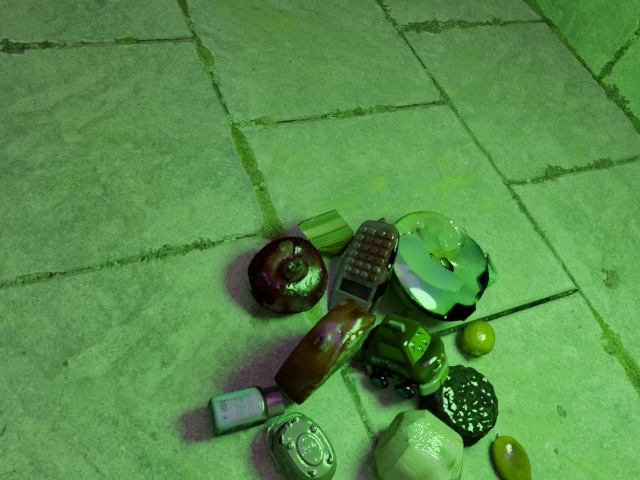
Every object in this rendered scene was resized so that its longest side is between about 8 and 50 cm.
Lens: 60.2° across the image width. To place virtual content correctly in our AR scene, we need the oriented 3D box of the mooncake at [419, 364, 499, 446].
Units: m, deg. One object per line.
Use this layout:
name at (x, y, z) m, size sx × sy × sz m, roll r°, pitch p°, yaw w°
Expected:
mooncake at (0.412, 0.478, 1.612) m, size 0.228 × 0.124 × 0.228 m, roll 9°, pitch 54°, yaw -12°

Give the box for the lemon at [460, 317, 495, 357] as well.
lemon at (0.502, 0.312, 1.759) m, size 0.109 × 0.109 × 0.133 m, roll 18°, pitch 61°, yaw -4°

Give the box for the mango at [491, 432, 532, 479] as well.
mango at (0.553, 0.643, 1.581) m, size 0.101 × 0.066 × 0.187 m, roll -10°, pitch 67°, yaw -21°

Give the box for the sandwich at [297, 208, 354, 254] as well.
sandwich at (0.000, 0.000, 1.782) m, size 0.187 × 0.144 × 0.117 m, roll -23°, pitch 64°, yaw -39°

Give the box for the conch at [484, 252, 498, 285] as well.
conch at (0.569, 0.097, 1.953) m, size 0.105 × 0.079 × 0.170 m, roll 21°, pitch 38°, yaw -10°

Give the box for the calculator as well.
calculator at (0.142, 0.085, 1.694) m, size 0.048 × 0.220 × 0.330 m, roll 22°, pitch 88°, yaw -34°

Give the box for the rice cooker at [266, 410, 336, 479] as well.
rice cooker at (-0.045, 0.545, 1.427) m, size 0.145 × 0.127 × 0.206 m, roll -27°, pitch 76°, yaw -31°

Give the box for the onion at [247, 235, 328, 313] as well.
onion at (-0.092, 0.098, 1.660) m, size 0.252 × 0.219 × 0.252 m, roll 4°, pitch 65°, yaw -9°

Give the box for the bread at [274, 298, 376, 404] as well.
bread at (0.012, 0.300, 1.485) m, size 0.114 × 0.328 × 0.295 m, roll 44°, pitch 59°, yaw 12°

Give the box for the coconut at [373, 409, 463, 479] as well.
coconut at (0.271, 0.571, 1.454) m, size 0.241 × 0.241 × 0.241 m, roll 8°, pitch 55°, yaw -11°

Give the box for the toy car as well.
toy car at (0.237, 0.309, 1.583) m, size 0.248 × 0.198 × 0.204 m, roll 15°, pitch 46°, yaw 34°

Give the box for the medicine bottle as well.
medicine bottle at (-0.195, 0.443, 1.454) m, size 0.188 × 0.119 × 0.094 m, roll -8°, pitch 65°, yaw -22°

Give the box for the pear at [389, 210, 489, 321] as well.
pear at (0.348, 0.101, 1.808) m, size 0.398 × 0.165 × 0.399 m, roll 14°, pitch 57°, yaw -21°
